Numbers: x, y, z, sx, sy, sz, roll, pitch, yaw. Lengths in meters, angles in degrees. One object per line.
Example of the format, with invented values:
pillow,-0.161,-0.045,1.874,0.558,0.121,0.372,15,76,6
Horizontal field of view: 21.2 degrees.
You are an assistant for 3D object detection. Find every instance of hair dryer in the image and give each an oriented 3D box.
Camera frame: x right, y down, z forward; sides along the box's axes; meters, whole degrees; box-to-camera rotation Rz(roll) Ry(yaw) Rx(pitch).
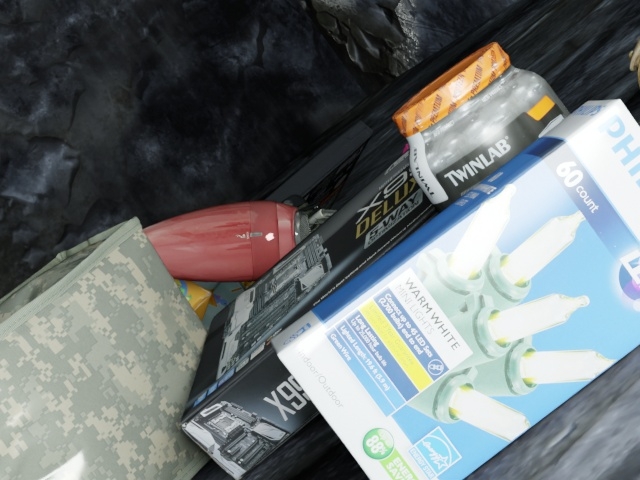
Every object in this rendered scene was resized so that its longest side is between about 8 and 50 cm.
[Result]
hair dryer,-0.061,0.021,1.731,0.293,0.080,0.223,6,-20,-25

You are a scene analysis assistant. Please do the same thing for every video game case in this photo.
video game case,-0.052,-0.020,2.397,0.275,0.035,0.248,-43,-12,-42

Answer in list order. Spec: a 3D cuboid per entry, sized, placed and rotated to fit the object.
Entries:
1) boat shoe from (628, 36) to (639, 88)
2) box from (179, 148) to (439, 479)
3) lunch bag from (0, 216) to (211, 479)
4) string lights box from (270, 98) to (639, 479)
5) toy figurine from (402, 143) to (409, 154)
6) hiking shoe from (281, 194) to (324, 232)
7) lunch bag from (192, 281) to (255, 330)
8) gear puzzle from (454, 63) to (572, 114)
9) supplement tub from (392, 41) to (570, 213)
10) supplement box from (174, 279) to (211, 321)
boat shoe,0.320,-0.168,1.490,0.110,0.122,0.341,-35,8,8
box,0.023,0.045,1.508,0.307,0.076,0.242,-41,13,16
lunch bag,-0.233,0.158,1.586,0.169,0.235,0.287,-23,14,43
string lights box,0.112,0.040,1.066,0.259,0.133,0.077,-37,6,-2
toy figurine,0.170,-0.115,2.033,0.173,0.130,0.159,-14,-20,-41
hiking shoe,-0.011,0.000,2.060,0.086,0.114,0.227,-40,7,-24
lunch bag,-0.190,0.086,2.163,0.262,0.160,0.223,-43,8,-22
gear puzzle,0.186,-0.089,1.564,0.339,0.175,0.044,-64,-2,-75
supplement tub,0.141,-0.037,1.204,0.117,0.190,0.117,-37,7,5
supplement box,-0.191,0.136,1.792,0.078,0.080,0.233,-48,-14,-52
